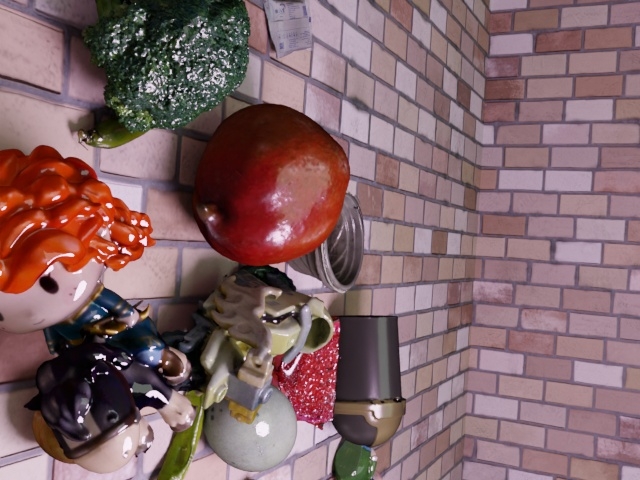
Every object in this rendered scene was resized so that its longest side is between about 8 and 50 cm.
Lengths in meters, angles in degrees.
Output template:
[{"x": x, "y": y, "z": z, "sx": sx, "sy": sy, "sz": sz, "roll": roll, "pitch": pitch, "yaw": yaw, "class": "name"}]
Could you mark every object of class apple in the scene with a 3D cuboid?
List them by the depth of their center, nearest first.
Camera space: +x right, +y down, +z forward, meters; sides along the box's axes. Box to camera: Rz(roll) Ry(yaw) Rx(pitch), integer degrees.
[{"x": -0.335, "y": 0.248, "z": 1.009, "sx": 0.102, "sy": 0.126, "sz": 0.126, "roll": 59, "pitch": 38, "yaw": -19, "class": "apple"}]

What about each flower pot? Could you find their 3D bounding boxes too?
[{"x": 0.000, "y": 0.000, "z": 1.640, "sx": 0.235, "sy": 0.140, "sz": 0.236, "roll": 3, "pitch": 90, "yaw": -66, "class": "flower pot"}]

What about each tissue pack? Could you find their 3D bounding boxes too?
[{"x": -0.063, "y": -0.469, "z": 1.581, "sx": 0.193, "sy": 0.026, "sz": 0.123, "roll": -36, "pitch": 124, "yaw": -58, "class": "tissue pack"}]

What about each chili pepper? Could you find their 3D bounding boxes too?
[{"x": -0.243, "y": 0.354, "z": 1.291, "sx": 0.050, "sy": 0.051, "sz": 0.202, "roll": 121, "pitch": -15, "yaw": -64, "class": "chili pepper"}]

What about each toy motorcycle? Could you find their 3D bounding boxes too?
[{"x": -0.127, "y": 0.170, "z": 1.313, "sx": 0.410, "sy": 0.236, "sz": 0.169, "roll": -40, "pitch": 150, "yaw": -55, "class": "toy motorcycle"}]

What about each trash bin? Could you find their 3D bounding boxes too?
[{"x": 0.112, "y": 0.358, "z": 1.840, "sx": 0.214, "sy": 0.214, "sz": 0.334, "roll": 6, "pitch": 83, "yaw": -64, "class": "trash bin"}]

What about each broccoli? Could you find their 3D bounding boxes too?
[{"x": -0.224, "y": -0.288, "z": 1.050, "sx": 0.265, "sy": 0.245, "sz": 0.294, "roll": -51, "pitch": 157, "yaw": 23, "class": "broccoli"}]

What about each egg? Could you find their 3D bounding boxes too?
[{"x": -0.132, "y": 0.353, "z": 1.381, "sx": 0.236, "sy": 0.169, "sz": 0.169, "roll": 64, "pitch": 38, "yaw": -57, "class": "egg"}]

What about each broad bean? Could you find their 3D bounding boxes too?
[{"x": -0.287, "y": -0.201, "z": 1.135, "sx": 0.065, "sy": 0.046, "sz": 0.254, "roll": 63, "pitch": 38, "yaw": -25, "class": "broad bean"}]

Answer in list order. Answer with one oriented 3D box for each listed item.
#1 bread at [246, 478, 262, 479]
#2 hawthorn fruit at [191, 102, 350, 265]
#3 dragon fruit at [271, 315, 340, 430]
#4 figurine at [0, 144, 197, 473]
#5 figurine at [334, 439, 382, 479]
[{"x": -0.145, "y": 0.569, "z": 1.512, "sx": 0.074, "sy": 0.053, "sz": 0.132, "roll": -17, "pitch": 110, "yaw": -62, "class": "bread"}, {"x": -0.091, "y": -0.088, "z": 1.308, "sx": 0.311, "sy": 0.294, "sz": 0.295, "roll": -67, "pitch": 148, "yaw": -32, "class": "hawthorn fruit"}, {"x": -0.038, "y": 0.289, "z": 1.608, "sx": 0.189, "sy": 0.162, "sz": 0.262, "roll": -102, "pitch": -168, "yaw": -77, "class": "dragon fruit"}, {"x": -0.299, "y": 0.088, "z": 0.876, "sx": 0.412, "sy": 0.241, "sz": 0.306, "roll": 67, "pitch": 22, "yaw": -7, "class": "figurine"}, {"x": 0.118, "y": 0.644, "z": 2.003, "sx": 0.234, "sy": 0.127, "sz": 0.185, "roll": 56, "pitch": 36, "yaw": -37, "class": "figurine"}]
